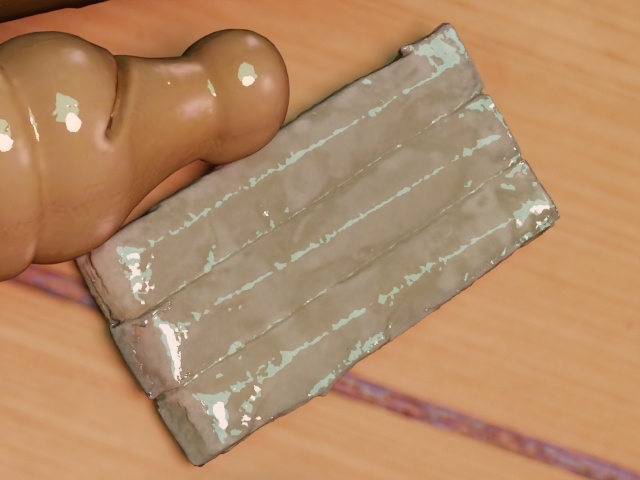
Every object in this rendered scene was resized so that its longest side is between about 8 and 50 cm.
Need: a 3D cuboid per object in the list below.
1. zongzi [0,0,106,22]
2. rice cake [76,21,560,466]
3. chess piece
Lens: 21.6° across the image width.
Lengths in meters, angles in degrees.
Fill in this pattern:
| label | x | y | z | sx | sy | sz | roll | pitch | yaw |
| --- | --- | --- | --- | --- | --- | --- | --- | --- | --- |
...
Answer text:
| label | x | y | z | sx | sy | sz | roll | pitch | yaw |
| --- | --- | --- | --- | --- | --- | --- | --- | --- | --- |
| zongzi | -0.195 | -0.288 | 0.735 | 0.500 | 0.218 | 0.467 | -17 | 57 | -6 |
| rice cake | 0.000 | 0.000 | 0.759 | 0.211 | 0.038 | 0.124 | -28 | 86 | -18 |
| chess piece | -0.156 | -0.021 | 0.675 | 0.307 | 0.139 | 0.124 | -18 | 41 | -23 |
